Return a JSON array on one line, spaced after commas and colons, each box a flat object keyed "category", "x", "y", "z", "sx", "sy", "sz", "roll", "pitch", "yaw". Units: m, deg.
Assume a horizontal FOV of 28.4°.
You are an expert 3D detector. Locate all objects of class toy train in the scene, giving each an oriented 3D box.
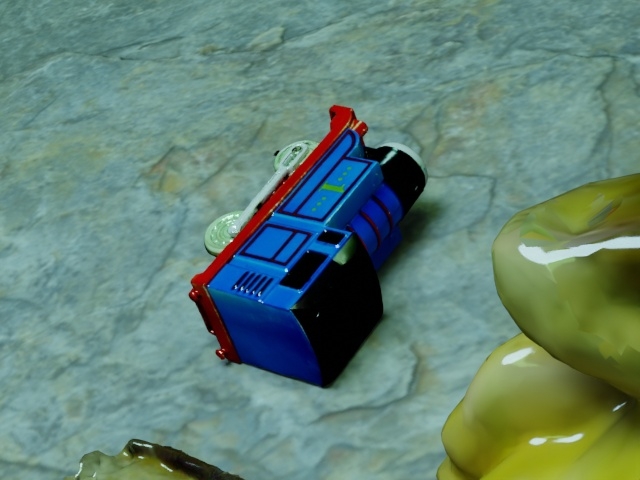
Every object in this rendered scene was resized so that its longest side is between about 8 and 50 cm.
[{"category": "toy train", "x": 0.000, "y": 0.000, "z": 0.900, "sx": 0.131, "sy": 0.082, "sz": 0.204, "roll": 13, "pitch": 49, "yaw": 35}]

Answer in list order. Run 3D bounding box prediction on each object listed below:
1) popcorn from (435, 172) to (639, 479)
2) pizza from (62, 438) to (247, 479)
[{"category": "popcorn", "x": 0.238, "y": 0.118, "z": 0.467, "sx": 0.390, "sy": 0.344, "sz": 0.353, "roll": 22, "pitch": 92, "yaw": 13}, {"category": "pizza", "x": -0.051, "y": 0.282, "z": 0.575, "sx": 0.392, "sy": 0.080, "sz": 0.435, "roll": 4, "pitch": 44, "yaw": 28}]
